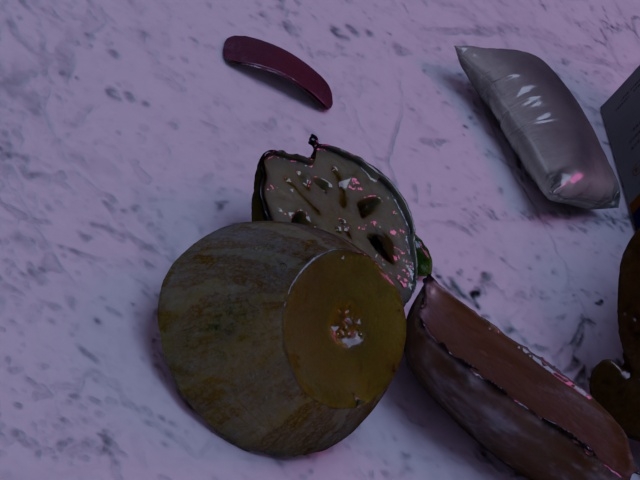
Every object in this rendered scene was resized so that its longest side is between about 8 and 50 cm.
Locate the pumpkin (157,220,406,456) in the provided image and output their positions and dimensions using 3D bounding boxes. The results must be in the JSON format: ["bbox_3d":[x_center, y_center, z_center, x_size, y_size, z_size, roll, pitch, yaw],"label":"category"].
[{"bbox_3d":[-0.016,0.069,1.338,0.217,0.110,0.217,14,63,-29],"label":"pumpkin"}]

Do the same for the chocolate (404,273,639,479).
[{"bbox_3d":[0.174,0.155,1.485,0.261,0.083,0.161,38,18,-2],"label":"chocolate"}]

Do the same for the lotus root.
[{"bbox_3d":[0.000,0.004,1.504,0.183,0.078,0.203,21,50,-28],"label":"lotus root"}]

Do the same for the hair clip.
[{"bbox_3d":[-0.042,-0.187,1.726,0.137,0.022,0.054,26,34,-17],"label":"hair clip"}]

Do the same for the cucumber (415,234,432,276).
[{"bbox_3d":[0.057,-0.019,1.614,0.155,0.037,0.037,38,35,-2],"label":"cucumber"}]

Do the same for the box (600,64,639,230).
[{"bbox_3d":[0.472,-0.127,1.954,0.106,0.200,0.299,23,37,-22],"label":"box"}]

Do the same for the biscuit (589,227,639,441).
[{"bbox_3d":[0.427,0.132,1.576,0.063,0.314,0.367,3,72,-70],"label":"biscuit"}]

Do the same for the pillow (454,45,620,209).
[{"bbox_3d":[0.261,-0.142,1.891,0.144,0.078,0.254,2,50,-40],"label":"pillow"}]
